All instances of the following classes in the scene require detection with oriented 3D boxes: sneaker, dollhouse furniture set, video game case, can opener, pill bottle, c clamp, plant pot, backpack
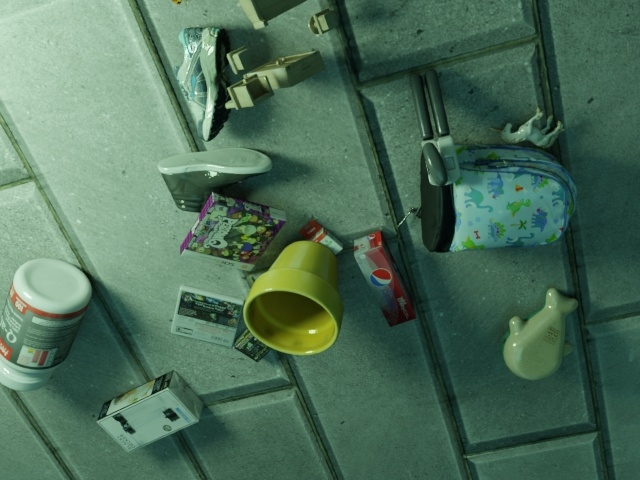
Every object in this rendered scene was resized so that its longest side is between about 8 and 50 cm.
[{"bbox_3d":[-0.285,-0.378,1.764,0.122,0.110,0.283,14,120,14],"label":"sneaker"},{"bbox_3d":[-0.150,-0.509,1.612,0.303,0.174,0.355,-35,114,-28],"label":"dollhouse furniture set"},{"bbox_3d":[-0.233,-0.018,1.945,0.210,0.042,0.232,14,135,-27],"label":"video game case"},{"bbox_3d":[-0.259,-0.150,1.892,0.295,0.104,0.147,-3,125,9],"label":"sneaker"},{"bbox_3d":[0.267,-0.266,1.720,0.076,0.095,0.283,-12,84,10],"label":"can opener"},{"bbox_3d":[-0.334,0.224,2.166,0.190,0.022,0.173,14,121,-6],"label":"video game case"},{"bbox_3d":[-0.800,0.246,2.083,0.210,0.210,0.363,23,119,-12],"label":"pill bottle"},{"bbox_3d":[0.310,-0.059,1.974,0.160,0.022,0.137,27,113,-12],"label":"c clamp"},{"bbox_3d":[-0.052,0.135,1.956,0.254,0.239,0.254,8,133,9],"label":"plant pot"},{"bbox_3d":[0.448,-0.104,1.826,0.355,0.273,0.290,-5,110,-11],"label":"backpack"}]

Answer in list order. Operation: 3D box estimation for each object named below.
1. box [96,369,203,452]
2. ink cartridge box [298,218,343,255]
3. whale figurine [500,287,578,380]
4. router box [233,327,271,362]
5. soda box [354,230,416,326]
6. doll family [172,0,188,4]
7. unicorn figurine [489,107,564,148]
[{"bbox_3d":[-0.539,0.546,2.331,0.290,0.087,0.169,-26,117,17],"label":"box"},{"bbox_3d":[0.000,0.000,2.012,0.115,0.029,0.063,40,116,-21],"label":"ink cartridge box"},{"bbox_3d":[0.627,0.265,2.115,0.216,0.141,0.272,25,95,-13],"label":"whale figurine"},{"bbox_3d":[-0.188,0.298,2.195,0.092,0.038,0.122,35,116,-19],"label":"router box"},{"bbox_3d":[0.180,0.109,2.036,0.083,0.092,0.263,-21,118,13],"label":"soda box"},{"bbox_3d":[-0.286,-0.598,1.574,0.163,0.118,0.263,-43,68,9],"label":"doll family"},{"bbox_3d":[0.520,-0.272,1.810,0.162,0.060,0.111,27,118,-14],"label":"unicorn figurine"}]
